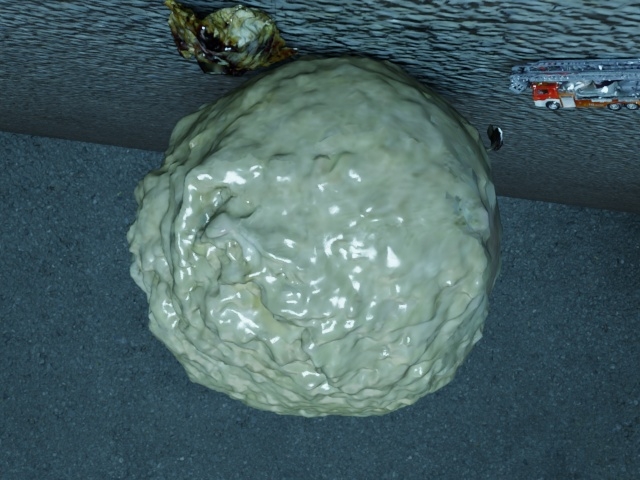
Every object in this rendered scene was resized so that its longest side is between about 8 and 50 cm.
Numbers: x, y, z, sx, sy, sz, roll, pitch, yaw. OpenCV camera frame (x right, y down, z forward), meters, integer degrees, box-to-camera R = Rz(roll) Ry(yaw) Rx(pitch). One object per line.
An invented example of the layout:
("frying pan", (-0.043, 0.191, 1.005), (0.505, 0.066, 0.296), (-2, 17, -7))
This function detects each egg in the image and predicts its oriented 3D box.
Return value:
("egg", (0.000, 0.000, 0.517), (0.279, 0.279, 0.310), (7, 167, 3))

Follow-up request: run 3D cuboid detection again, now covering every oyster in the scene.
("oyster", (-0.061, -0.115, 0.418), (0.086, 0.029, 0.132), (8, -174, 23))

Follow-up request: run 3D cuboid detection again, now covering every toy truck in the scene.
("toy truck", (0.152, -0.090, 0.409), (0.083, 0.024, 0.032), (7, 160, 32))
